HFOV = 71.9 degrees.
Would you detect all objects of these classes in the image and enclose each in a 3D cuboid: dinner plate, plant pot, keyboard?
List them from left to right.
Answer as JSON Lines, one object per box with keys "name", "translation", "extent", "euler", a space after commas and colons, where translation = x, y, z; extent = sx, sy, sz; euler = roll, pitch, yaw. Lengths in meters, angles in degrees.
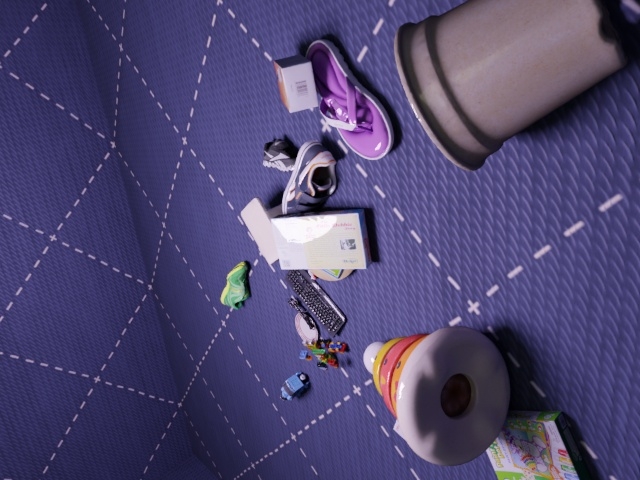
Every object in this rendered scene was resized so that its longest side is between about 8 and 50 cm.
{"name": "dinner plate", "translation": [-0.054, 0.363, 1.828], "extent": [0.141, 0.017, 0.141], "euler": [22, 122, 41]}
{"name": "keyboard", "translation": [-0.042, 0.254, 1.739], "extent": [0.317, 0.033, 0.201], "euler": [47, 131, 25]}
{"name": "plant pot", "translation": [0.361, -0.346, 0.826], "extent": [0.305, 0.334, 0.333], "euler": [-25, 88, 39]}

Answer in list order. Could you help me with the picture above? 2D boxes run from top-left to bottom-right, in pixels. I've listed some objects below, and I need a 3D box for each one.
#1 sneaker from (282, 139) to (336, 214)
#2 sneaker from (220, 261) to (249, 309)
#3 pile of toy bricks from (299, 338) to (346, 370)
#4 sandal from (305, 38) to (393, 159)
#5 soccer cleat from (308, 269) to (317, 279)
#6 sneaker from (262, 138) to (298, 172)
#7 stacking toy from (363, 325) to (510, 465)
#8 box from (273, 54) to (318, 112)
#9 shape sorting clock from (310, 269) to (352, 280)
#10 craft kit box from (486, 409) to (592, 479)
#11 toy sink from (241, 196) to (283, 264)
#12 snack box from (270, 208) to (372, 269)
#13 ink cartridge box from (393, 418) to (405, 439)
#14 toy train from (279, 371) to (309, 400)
{"name": "sneaker", "translation": [-0.037, -0.165, 1.480], "extent": [0.127, 0.126, 0.321], "euler": [44, 135, 30]}
{"name": "sneaker", "translation": [-0.382, 0.214, 2.088], "extent": [0.123, 0.109, 0.295], "euler": [31, 131, 8]}
{"name": "pile of toy bricks", "translation": [0.022, 0.458, 1.736], "extent": [0.212, 0.118, 0.105], "euler": [-8, 140, 40]}
{"name": "sandal", "translation": [0.055, -0.398, 1.282], "extent": [0.416, 0.102, 0.169], "euler": [58, 140, 15]}
{"name": "soccer cleat", "translation": [-0.035, 0.110, 1.681], "extent": [0.036, 0.029, 0.083], "euler": [-11, 103, 46]}
{"name": "sneaker", "translation": [-0.131, -0.304, 1.561], "extent": [0.234, 0.078, 0.106], "euler": [20, 123, 45]}
{"name": "stacking toy", "translation": [0.268, 0.403, 1.307], "extent": [0.480, 0.351, 0.350], "euler": [-6, 103, 67]}
{"name": "box", "translation": [-0.075, -0.476, 1.333], "extent": [0.170, 0.091, 0.130], "euler": [-115, 12, -59]}
{"name": "shape sorting clock", "translation": [0.030, 0.040, 1.525], "extent": [0.206, 0.040, 0.206], "euler": [9, 111, 24]}
{"name": "craft kit box", "translation": [0.569, 0.580, 1.187], "extent": [0.247, 0.061, 0.249], "euler": [-27, 86, 54]}
{"name": "toy sink", "translation": [-0.171, -0.054, 1.682], "extent": [0.153, 0.131, 0.234], "euler": [-35, 84, 50]}
{"name": "snack box", "translation": [0.000, 0.000, 1.465], "extent": [0.322, 0.060, 0.187], "euler": [-2, 108, 26]}
{"name": "ink cartridge box", "translation": [0.328, 0.636, 1.478], "extent": [0.150, 0.063, 0.109], "euler": [34, 130, 34]}
{"name": "toy train", "translation": [-0.123, 0.656, 1.972], "extent": [0.080, 0.105, 0.184], "euler": [51, 138, 20]}
